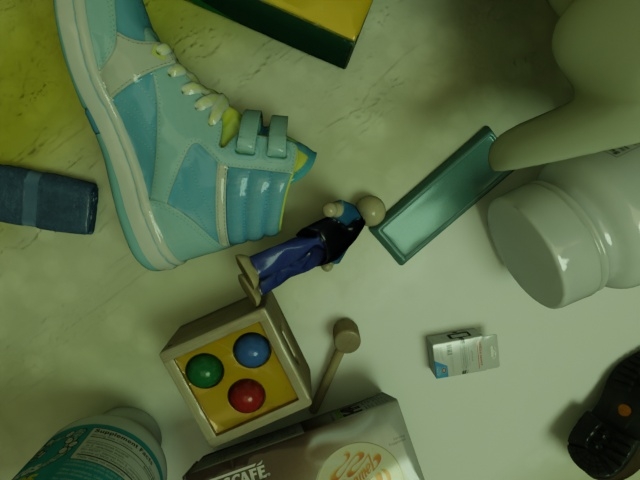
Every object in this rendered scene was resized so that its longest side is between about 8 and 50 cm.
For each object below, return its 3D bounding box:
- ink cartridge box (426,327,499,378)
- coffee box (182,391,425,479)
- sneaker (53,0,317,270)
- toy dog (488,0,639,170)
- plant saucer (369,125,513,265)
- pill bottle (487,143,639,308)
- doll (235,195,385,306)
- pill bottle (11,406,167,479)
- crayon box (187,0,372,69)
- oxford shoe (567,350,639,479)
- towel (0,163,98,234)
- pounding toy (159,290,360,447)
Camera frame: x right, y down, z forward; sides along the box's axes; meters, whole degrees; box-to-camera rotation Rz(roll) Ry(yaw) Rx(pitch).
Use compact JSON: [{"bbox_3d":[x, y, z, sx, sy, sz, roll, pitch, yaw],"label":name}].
[{"bbox_3d":[0.183,0.144,0.535,0.083,0.028,0.048,-9,100,-1],"label":"ink cartridge box"},{"bbox_3d":[-0.011,0.287,0.481,0.247,0.098,0.141,-16,77,-7],"label":"coffee box"},{"bbox_3d":[-0.117,-0.136,0.428,0.208,0.127,0.318,-10,109,0],"label":"sneaker"},{"bbox_3d":[0.242,-0.295,0.279,0.285,0.395,0.407,-27,101,-26],"label":"toy dog"},{"bbox_3d":[0.152,-0.053,0.508,0.192,0.018,0.067,-41,99,5],"label":"plant saucer"},{"bbox_3d":[0.345,-0.046,0.447,0.283,0.160,0.160,-26,100,2],"label":"pill bottle"},{"bbox_3d":[0.000,0.000,0.462,0.189,0.129,0.046,-28,61,-23],"label":"doll"},{"bbox_3d":[-0.247,0.280,0.415,0.146,0.264,0.146,0,98,-3],"label":"pill bottle"},{"bbox_3d":[-0.047,-0.409,0.394,0.313,0.106,0.362,22,97,-5],"label":"crayon box"},{"bbox_3d":[0.426,0.223,0.547,0.227,0.083,0.096,-46,121,3],"label":"oxford shoe"},{"bbox_3d":[-0.319,-0.046,0.477,0.120,0.029,0.067,11,99,-4],"label":"towel"},{"bbox_3d":[-0.046,0.155,0.491,0.206,0.094,0.181,-24,100,1],"label":"pounding toy"}]
